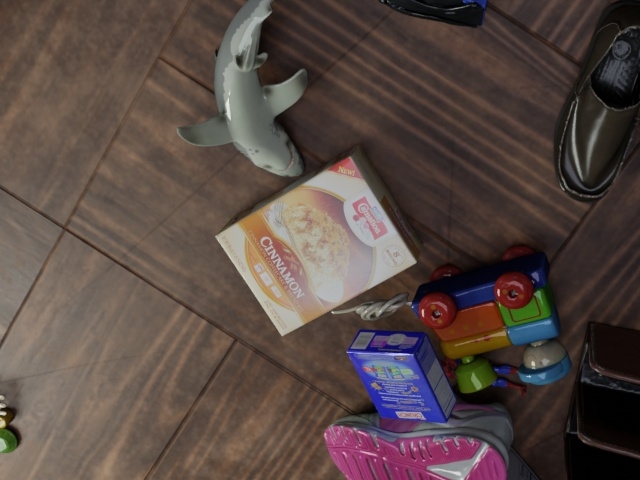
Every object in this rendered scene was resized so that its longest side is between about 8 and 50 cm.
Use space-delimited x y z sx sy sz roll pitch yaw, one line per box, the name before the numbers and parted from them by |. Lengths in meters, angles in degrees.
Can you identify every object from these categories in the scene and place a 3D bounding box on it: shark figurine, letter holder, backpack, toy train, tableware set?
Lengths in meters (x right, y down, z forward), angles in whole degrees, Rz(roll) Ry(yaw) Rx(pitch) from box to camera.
shark figurine | -0.079 -0.205 1.295 0.166 0.116 0.278 -2 121 -24
letter holder | 0.424 0.222 1.278 0.301 0.214 0.152 10 110 8
backpack | 0.117 -0.278 1.232 0.120 0.098 0.101 11 81 7
toy train | 0.151 0.109 1.349 0.248 0.105 0.143 -17 104 19
tableware set | -0.471 0.232 1.559 0.154 0.024 0.104 4 113 8

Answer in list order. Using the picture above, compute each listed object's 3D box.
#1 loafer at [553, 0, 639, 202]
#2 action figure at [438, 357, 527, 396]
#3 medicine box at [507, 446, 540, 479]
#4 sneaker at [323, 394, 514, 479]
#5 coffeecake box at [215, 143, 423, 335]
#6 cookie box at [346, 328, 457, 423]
loafer | 0.294 -0.140 1.251 0.080 0.078 0.220 11 110 7
action figure | 0.187 0.155 1.402 0.115 0.030 0.038 13 113 9
medicine box | 0.233 0.426 1.358 0.149 0.263 0.289 -37 98 20
sneaker | 0.122 0.238 1.406 0.252 0.111 0.103 -1 115 35
coffeecake box | 0.000 0.000 1.362 0.185 0.068 0.142 -30 100 18
cookie box | 0.092 0.152 1.342 0.091 0.040 0.107 -1 128 37
